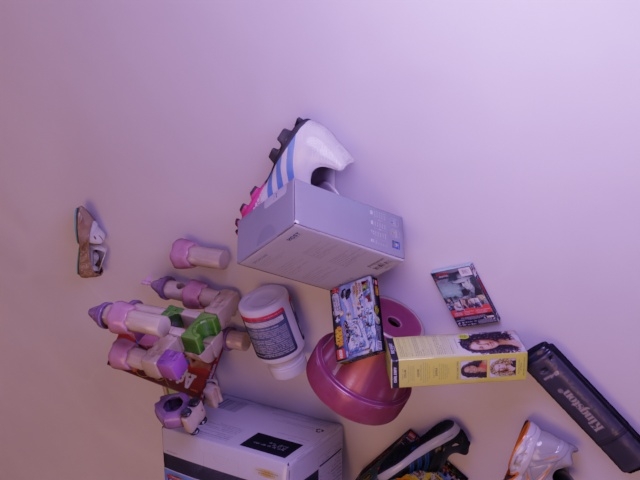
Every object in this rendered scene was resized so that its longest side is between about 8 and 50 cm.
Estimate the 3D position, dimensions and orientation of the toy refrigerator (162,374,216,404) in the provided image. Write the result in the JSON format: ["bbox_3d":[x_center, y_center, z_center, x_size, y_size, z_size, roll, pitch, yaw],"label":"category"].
[{"bbox_3d":[-0.305,0.414,2.141,0.102,0.094,0.270,12,123,30],"label":"toy refrigerator"}]

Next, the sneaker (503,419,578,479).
[{"bbox_3d":[0.405,0.459,1.663,0.121,0.099,0.263,21,133,18],"label":"sneaker"}]

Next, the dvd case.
[{"bbox_3d":[0.255,0.097,1.562,0.087,0.013,0.119,-15,112,42],"label":"dvd case"}]

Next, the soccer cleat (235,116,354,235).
[{"bbox_3d":[-0.050,-0.069,1.590,0.143,0.116,0.331,38,136,8],"label":"soccer cleat"}]

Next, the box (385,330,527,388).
[{"bbox_3d":[0.230,0.202,1.520,0.232,0.087,0.058,-4,111,-3],"label":"box"}]

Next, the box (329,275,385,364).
[{"bbox_3d":[0.064,0.141,1.561,0.094,0.027,0.137,-21,63,36],"label":"box"}]

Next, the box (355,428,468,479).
[{"bbox_3d":[0.188,0.515,1.898,0.159,0.044,0.233,41,136,4],"label":"box"}]

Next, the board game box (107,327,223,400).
[{"bbox_3d":[-0.361,0.262,2.062,0.281,0.145,0.027,14,170,28],"label":"board game box"}]

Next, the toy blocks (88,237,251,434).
[{"bbox_3d":[-0.337,0.188,1.879,0.260,0.289,0.309,7,128,28],"label":"toy blocks"}]

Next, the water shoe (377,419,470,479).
[{"bbox_3d":[0.205,0.439,1.763,0.203,0.073,0.080,-37,97,20],"label":"water shoe"}]

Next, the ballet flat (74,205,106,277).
[{"bbox_3d":[-0.528,0.005,2.051,0.067,0.073,0.206,8,134,-2],"label":"ballet flat"}]

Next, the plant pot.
[{"bbox_3d":[0.098,0.209,1.649,0.201,0.201,0.180,33,120,12],"label":"plant pot"}]

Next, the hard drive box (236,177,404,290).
[{"bbox_3d":[0.000,0.000,1.534,0.232,0.089,0.181,18,147,-32],"label":"hard drive box"}]

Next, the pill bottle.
[{"bbox_3d":[-0.091,0.192,1.821,0.107,0.108,0.180,1,121,36],"label":"pill bottle"}]

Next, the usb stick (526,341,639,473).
[{"bbox_3d":[0.460,0.288,1.527,0.278,0.045,0.077,47,137,-1],"label":"usb stick"}]

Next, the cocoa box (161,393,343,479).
[{"bbox_3d":[-0.149,0.516,1.976,0.347,0.231,0.228,8,105,32],"label":"cocoa box"}]
